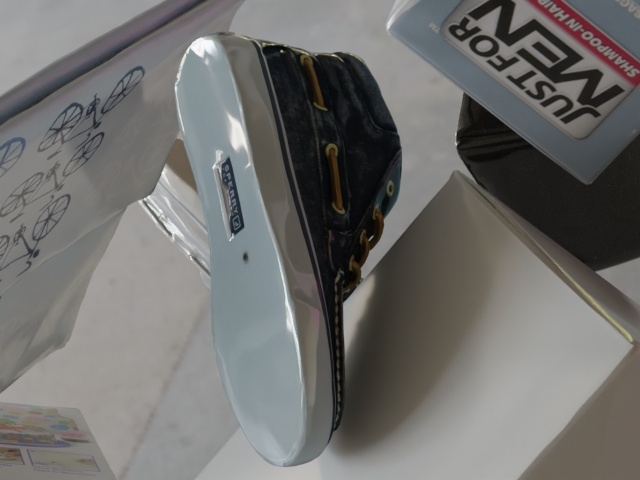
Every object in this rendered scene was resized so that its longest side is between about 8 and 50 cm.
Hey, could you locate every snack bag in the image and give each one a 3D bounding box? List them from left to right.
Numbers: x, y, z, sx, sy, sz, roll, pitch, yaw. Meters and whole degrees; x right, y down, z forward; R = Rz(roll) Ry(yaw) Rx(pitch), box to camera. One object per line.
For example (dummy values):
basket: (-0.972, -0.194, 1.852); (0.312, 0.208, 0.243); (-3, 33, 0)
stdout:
snack bag: (-0.182, 0.025, 0.970); (0.037, 0.342, 0.323); (37, 37, 8)

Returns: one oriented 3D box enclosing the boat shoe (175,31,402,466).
boat shoe: (0.000, 0.000, 0.717); (0.083, 0.183, 0.065); (0, -18, -34)

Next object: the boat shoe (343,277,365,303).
boat shoe: (0.019, 0.042, 1.287); (0.038, 0.046, 0.125); (15, 14, -24)

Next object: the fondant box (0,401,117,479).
fondant box: (-0.288, 0.194, 1.315); (0.238, 0.096, 0.330); (7, 6, -15)

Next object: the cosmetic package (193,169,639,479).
cosmetic package: (0.033, 0.180, 0.753); (0.365, 0.197, 0.155); (-50, 38, 6)

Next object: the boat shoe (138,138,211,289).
boat shoe: (-0.062, 0.010, 1.235); (0.184, 0.063, 0.066); (42, 38, 6)

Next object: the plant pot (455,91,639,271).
plant pot: (0.217, -0.100, 1.240); (0.167, 0.188, 0.187); (-7, 55, 28)

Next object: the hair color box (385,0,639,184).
hair color box: (0.190, -0.217, 0.693); (0.374, 0.114, 0.185); (-47, 12, 27)
